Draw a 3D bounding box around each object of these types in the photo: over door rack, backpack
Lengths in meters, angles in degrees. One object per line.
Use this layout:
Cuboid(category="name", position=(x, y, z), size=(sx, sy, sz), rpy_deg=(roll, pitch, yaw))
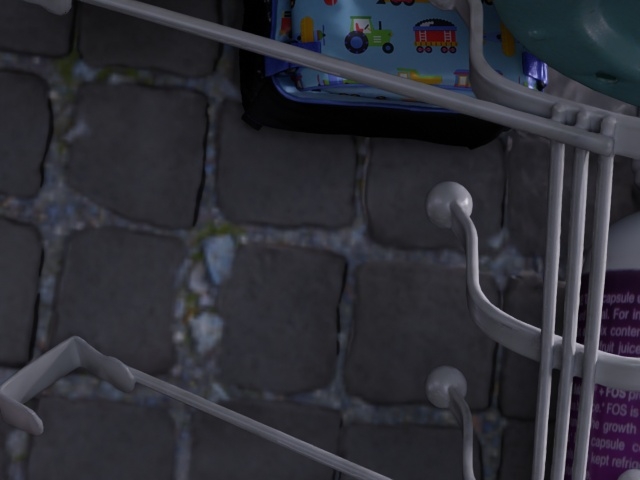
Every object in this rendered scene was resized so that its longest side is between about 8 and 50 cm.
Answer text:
Cuboid(category="over door rack", position=(0.000, 0.000, 0.585), size=(0.324, 0.240, 0.108), rpy_deg=(11, 38, 19))
Cuboid(category="backpack", position=(0.040, -0.144, 0.701), size=(0.158, 0.117, 0.173), rpy_deg=(5, 81, -10))

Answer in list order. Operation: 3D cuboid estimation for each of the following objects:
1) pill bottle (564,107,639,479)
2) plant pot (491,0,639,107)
Cuboid(category="pill bottle", position=(0.210, 0.081, 0.679), size=(0.169, 0.169, 0.302), rpy_deg=(8, 83, -9))
Cuboid(category="plant pot", position=(0.186, -0.186, 0.560), size=(0.293, 0.293, 0.235), rpy_deg=(19, 77, -8))
